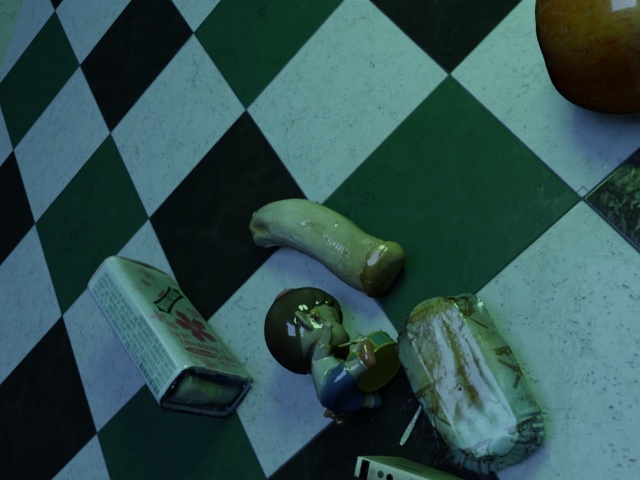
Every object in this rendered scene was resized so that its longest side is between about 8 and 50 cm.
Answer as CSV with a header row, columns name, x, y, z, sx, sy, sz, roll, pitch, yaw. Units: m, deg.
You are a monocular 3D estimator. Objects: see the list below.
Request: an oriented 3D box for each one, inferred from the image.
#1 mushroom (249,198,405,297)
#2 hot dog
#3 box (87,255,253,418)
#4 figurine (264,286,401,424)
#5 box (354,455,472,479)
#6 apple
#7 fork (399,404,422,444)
name,x,y,z,sx,sy,sz,roll,pitch,yaw
mushroom,0.000,0.000,1.216,0.351,0.095,0.122,22,105,42
hot dog,0.213,0.200,0.984,0.163,0.082,0.270,-36,58,21
box,-0.295,0.183,1.307,0.370,0.190,0.112,40,99,38
figurine,0.001,0.164,1.123,0.158,0.161,0.275,-30,48,-25
box,0.180,0.343,0.921,0.247,0.129,0.033,5,77,39
apple,0.411,-0.302,0.933,0.254,0.253,0.253,-14,65,33
fork,0.151,0.269,1.047,0.016,0.012,0.115,33,95,47
